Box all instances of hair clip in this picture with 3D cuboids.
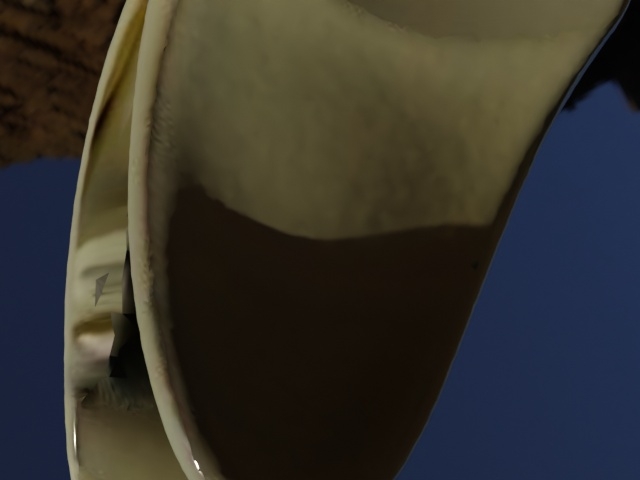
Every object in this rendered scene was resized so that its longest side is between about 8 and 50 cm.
[{"bbox_3d":[-0.005,-0.005,0.604,0.172,0.113,0.282,18,-101,-20],"label":"hair clip"}]
